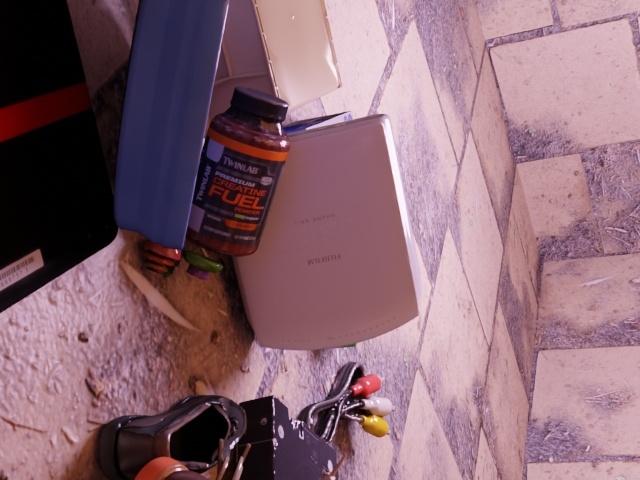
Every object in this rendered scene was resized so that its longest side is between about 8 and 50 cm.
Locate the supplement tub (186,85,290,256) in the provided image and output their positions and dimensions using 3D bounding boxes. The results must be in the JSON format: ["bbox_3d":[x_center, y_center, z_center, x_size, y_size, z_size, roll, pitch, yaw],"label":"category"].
[{"bbox_3d":[-0.101,-0.087,1.100,0.106,0.106,0.198,-19,130,-66],"label":"supplement tub"}]

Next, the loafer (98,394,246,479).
[{"bbox_3d":[-0.144,0.232,1.026,0.267,0.084,0.096,6,76,-66],"label":"loafer"}]

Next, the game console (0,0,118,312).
[{"bbox_3d":[-0.324,-0.097,0.756,0.386,0.060,0.342,-45,130,-61],"label":"game console"}]

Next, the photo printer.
[{"bbox_3d":[0.000,0.000,1.226,0.107,0.256,0.308,-89,168,-77],"label":"photo printer"}]

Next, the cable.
[{"bbox_3d":[0.048,0.271,1.482,0.287,0.072,0.140,14,65,-65],"label":"cable"}]

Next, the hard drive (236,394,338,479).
[{"bbox_3d":[-0.038,0.409,1.185,0.237,0.064,0.339,52,27,-50],"label":"hard drive"}]

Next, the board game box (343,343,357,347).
[{"bbox_3d":[0.037,-0.006,1.543,0.242,0.064,0.317,-42,122,-62],"label":"board game box"}]

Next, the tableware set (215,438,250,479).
[{"bbox_3d":[-0.137,0.321,0.982,0.128,0.039,0.194,-74,-173,-78],"label":"tableware set"}]

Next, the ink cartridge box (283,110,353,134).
[{"bbox_3d":[-0.023,-0.165,1.406,0.207,0.097,0.046,-37,117,-64],"label":"ink cartridge box"}]

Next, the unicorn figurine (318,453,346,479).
[{"bbox_3d":[0.016,0.388,1.187,0.111,0.060,0.162,-91,174,-65],"label":"unicorn figurine"}]

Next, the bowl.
[{"bbox_3d":[-0.145,-0.188,0.912,0.391,0.077,0.391,-170,-90,-81],"label":"bowl"}]

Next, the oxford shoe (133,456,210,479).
[{"bbox_3d":[-0.167,0.356,0.856,0.097,0.098,0.271,19,87,-60],"label":"oxford shoe"}]

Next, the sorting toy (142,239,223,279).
[{"bbox_3d":[-0.171,0.030,1.059,0.102,0.061,0.042,22,91,-26],"label":"sorting toy"}]

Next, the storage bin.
[{"bbox_3d":[-0.090,-0.308,1.264,0.262,0.123,0.260,-42,121,-62],"label":"storage bin"}]
